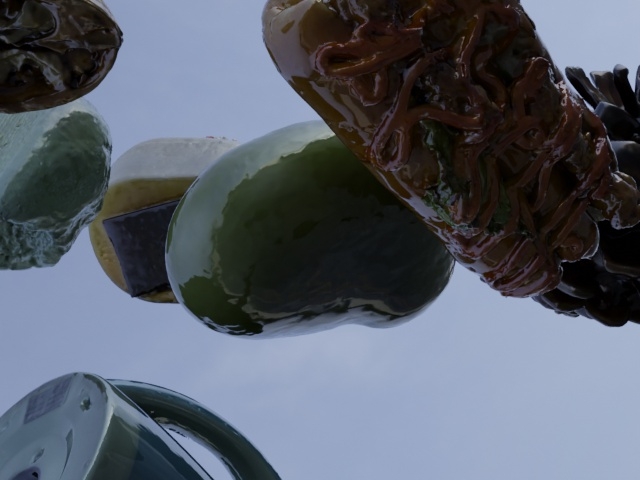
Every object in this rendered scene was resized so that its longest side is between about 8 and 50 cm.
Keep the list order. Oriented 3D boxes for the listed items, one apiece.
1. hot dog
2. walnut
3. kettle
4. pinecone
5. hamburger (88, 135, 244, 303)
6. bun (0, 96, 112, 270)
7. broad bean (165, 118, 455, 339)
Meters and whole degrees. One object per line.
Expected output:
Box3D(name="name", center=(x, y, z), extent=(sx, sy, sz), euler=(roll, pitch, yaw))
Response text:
Box3D(name="hot dog", center=(0.105, -0.084, 0.999), extent=(0.158, 0.117, 0.349), euler=(-43, -54, 0))
Box3D(name="walnut", center=(-0.179, -0.128, 0.863), extent=(0.052, 0.121, 0.091), euler=(-98, 0, -46))
Box3D(name="kettle", center=(-0.143, 0.283, 1.283), extent=(0.342, 0.247, 0.319), euler=(43, -132, -26))
Box3D(name="pinecone", center=(0.398, -0.062, 1.915), extent=(0.398, 0.398, 0.397), euler=(-25, -56, -44))
Box3D(name="hamburger", center=(-0.156, -0.022, 1.845), extent=(0.151, 0.295, 0.227), euler=(-48, -44, -65))
Box3D(name="bun", center=(-0.281, -0.049, 1.386), extent=(0.126, 0.212, 0.204), euler=(41, -102, -28))
Box3D(name="broad bean", center=(0.000, 0.001, 1.170), extent=(0.238, 0.119, 0.291), euler=(-37, -31, 26))
